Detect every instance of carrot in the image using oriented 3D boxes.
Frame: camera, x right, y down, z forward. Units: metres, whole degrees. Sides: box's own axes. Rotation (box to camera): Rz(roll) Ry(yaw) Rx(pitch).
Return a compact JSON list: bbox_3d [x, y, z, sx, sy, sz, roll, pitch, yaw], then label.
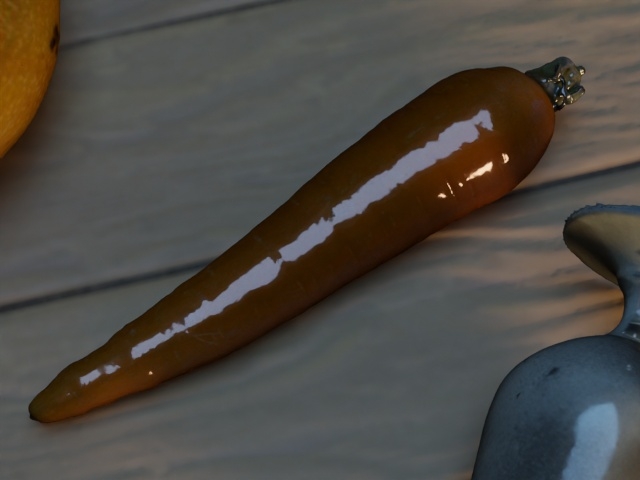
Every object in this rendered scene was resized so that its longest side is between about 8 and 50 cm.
[{"bbox_3d":[0.000,0.000,0.859,0.336,0.069,0.069,-34,72,-12],"label":"carrot"}]

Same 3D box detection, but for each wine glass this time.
[{"bbox_3d":[0.121,0.105,0.795,0.103,0.103,0.231,23,71,8],"label":"wine glass"}]

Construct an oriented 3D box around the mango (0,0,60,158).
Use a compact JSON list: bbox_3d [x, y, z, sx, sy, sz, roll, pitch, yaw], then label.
[{"bbox_3d":[-0.207,-0.128,0.886,0.157,0.109,0.262,5,62,11],"label":"mango"}]
